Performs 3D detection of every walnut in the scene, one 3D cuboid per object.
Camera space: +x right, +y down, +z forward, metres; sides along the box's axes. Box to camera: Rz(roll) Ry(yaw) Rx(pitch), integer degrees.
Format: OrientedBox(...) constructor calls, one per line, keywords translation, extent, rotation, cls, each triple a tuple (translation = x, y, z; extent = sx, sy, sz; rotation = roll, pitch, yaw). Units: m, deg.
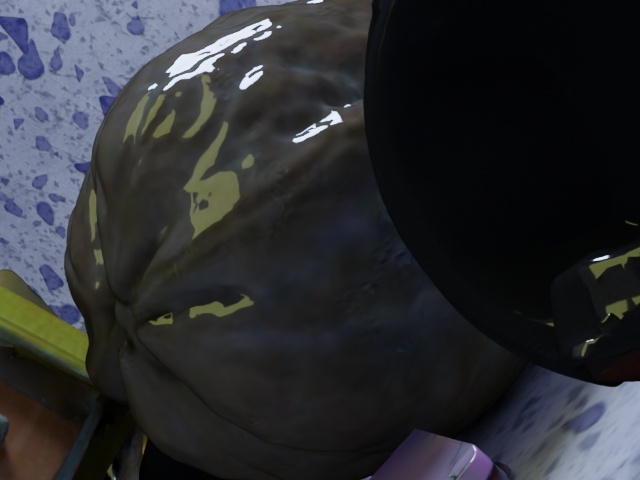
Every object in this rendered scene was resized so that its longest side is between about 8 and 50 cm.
OrientedBox(translation=(0.000, 0.000, 0.777), extent=(0.224, 0.224, 0.224), rotation=(-45, 7, 7), cls="walnut")

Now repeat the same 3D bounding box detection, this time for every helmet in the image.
OrientedBox(translation=(0.104, -0.054, 0.540), extent=(0.193, 0.189, 0.216), rotation=(-13, -14, -41), cls="helmet")

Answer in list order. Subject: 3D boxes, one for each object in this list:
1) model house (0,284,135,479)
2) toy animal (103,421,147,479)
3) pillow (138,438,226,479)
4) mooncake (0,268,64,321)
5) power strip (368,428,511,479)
OrientedBox(translation=(-0.244, 0.150, 0.874), extent=(0.340, 0.300, 0.324), rotation=(-57, 5, 33), cls="model house")
OrientedBox(translation=(-0.146, 0.135, 1.145), extent=(0.197, 0.272, 0.160), rotation=(-47, -28, 2), cls="toy animal")
OrientedBox(translation=(-0.008, 0.052, 0.970), extent=(0.250, 0.106, 0.186), rotation=(-55, 7, -32), cls="pillow")
OrientedBox(translation=(-0.338, 0.217, 1.454), extent=(0.394, 0.246, 0.393), rotation=(-50, 13, -12), cls="mooncake")
OrientedBox(translation=(-0.029, 0.177, 0.646), extent=(0.279, 0.037, 0.109), rotation=(-47, 6, -9), cls="power strip")
